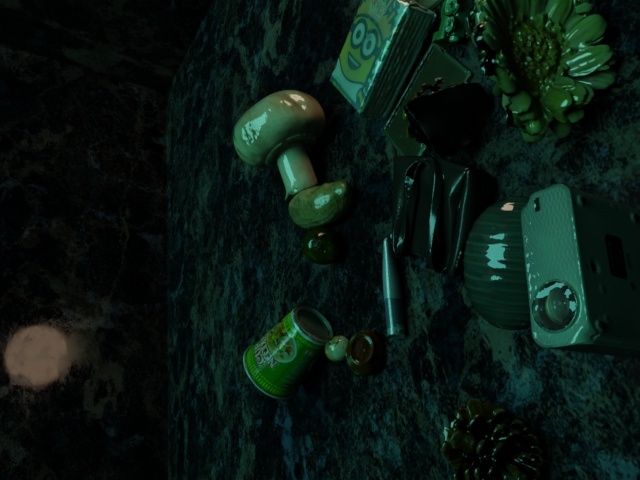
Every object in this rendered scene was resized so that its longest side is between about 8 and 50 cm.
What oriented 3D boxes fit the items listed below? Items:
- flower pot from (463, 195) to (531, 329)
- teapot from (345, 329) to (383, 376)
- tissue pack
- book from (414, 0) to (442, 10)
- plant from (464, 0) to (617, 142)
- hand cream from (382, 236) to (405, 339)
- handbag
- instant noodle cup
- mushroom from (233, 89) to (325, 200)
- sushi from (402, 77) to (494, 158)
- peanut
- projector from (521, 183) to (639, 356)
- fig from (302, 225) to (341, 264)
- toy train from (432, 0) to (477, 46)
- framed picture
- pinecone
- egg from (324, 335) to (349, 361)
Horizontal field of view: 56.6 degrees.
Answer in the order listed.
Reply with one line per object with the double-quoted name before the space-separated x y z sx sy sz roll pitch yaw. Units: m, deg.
"flower pot" 0.358 0.041 1.082 0.157 0.189 0.243 3 92 49
"teapot" 0.117 0.288 1.533 0.098 0.078 0.129 -3 62 18
"tissue pack" 0.163 -0.525 1.638 0.228 0.127 0.311 59 135 44
"book" 0.265 -0.736 1.657 0.214 0.025 0.283 -27 59 55
"plant" 0.368 -0.353 1.126 0.297 0.261 0.306 20 87 60
"hand cream" 0.178 0.118 1.495 0.079 0.048 0.256 84 -179 -68
"handbag" 0.255 -0.063 1.377 0.285 0.113 0.257 25 109 59
"instant noodle cup" -0.082 0.315 1.753 0.233 0.207 0.207 -52 39 25
"mushroom" -0.108 -0.301 1.932 0.314 0.314 0.336 -34 74 50
"sushi" 0.272 -0.290 1.369 0.172 0.153 0.150 -40 15 -10
"peanut" 0.002 -0.111 1.800 0.253 0.122 0.137 -11 55 55
"projector" 0.431 0.051 0.947 0.108 0.198 0.251 -25 59 54
"fig" 0.000 0.000 1.787 0.177 0.117 0.117 -102 33 -63
"toy train" 0.333 -0.564 1.444 0.104 0.071 0.178 -156 77 -70
"framed picture" 0.265 -0.349 1.533 0.281 0.019 0.209 -60 36 30
"pinecone" 0.312 0.392 1.089 0.195 0.149 0.179 24 95 56
"egg" 0.046 0.300 1.642 0.083 0.071 0.071 129 142 -62
